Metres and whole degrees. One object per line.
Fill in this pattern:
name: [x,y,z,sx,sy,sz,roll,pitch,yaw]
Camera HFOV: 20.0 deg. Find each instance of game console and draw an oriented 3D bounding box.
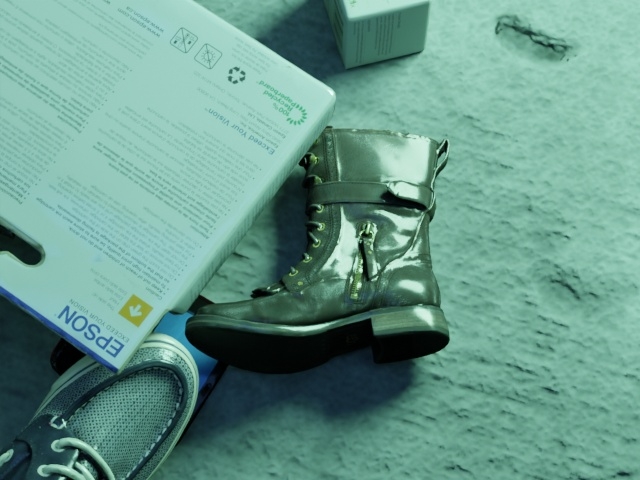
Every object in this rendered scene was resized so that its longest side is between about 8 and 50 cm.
game console: [-0.153,0.092,1.638,0.085,0.124,0.144,17,65,36]

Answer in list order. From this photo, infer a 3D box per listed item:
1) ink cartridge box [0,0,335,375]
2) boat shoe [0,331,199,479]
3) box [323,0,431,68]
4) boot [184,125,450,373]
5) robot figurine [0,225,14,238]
ink cartridge box: [-0.209,-0.087,1.630,0.324,0.071,0.330,34,73,10]
boat shoe: [-0.217,0.221,1.522,0.340,0.158,0.127,-46,110,-10]
box: [0.052,-0.240,1.767,0.087,0.101,0.102,-13,68,-6]
boot: [0.000,0.000,1.681,0.263,0.091,0.229,-1,64,-9]
robot figurine: [-0.319,-0.110,1.721,0.291,0.085,0.211,16,68,8]
